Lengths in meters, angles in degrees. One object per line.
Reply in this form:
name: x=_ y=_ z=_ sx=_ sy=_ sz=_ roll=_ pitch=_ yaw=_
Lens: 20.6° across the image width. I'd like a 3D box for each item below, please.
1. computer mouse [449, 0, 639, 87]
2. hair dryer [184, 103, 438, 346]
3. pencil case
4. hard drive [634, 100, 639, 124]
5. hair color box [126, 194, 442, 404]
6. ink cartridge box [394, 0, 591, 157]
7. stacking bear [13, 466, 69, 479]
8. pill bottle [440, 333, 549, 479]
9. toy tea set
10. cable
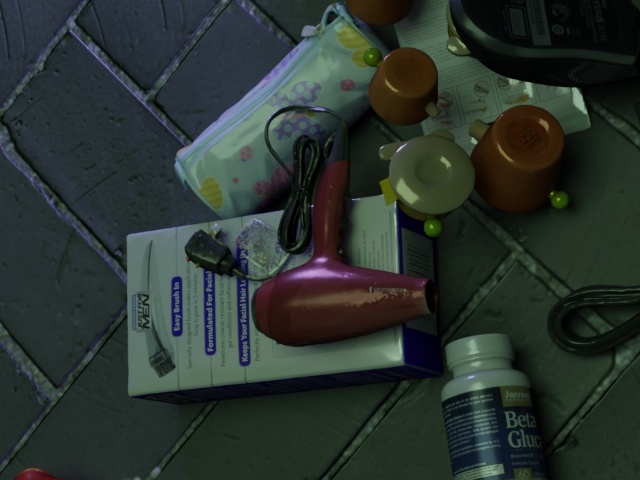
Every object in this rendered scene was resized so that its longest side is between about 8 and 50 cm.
computer mouse: x=0.251 y=-0.196 z=1.754 sx=0.272 sy=0.072 sz=0.188 roll=9 pitch=56 yaw=-11
hair dryer: x=0.000 y=0.000 z=1.790 sx=0.293 sy=0.080 sz=0.223 roll=39 pitch=97 yaw=29
pencil case: x=-0.034 y=-0.138 z=1.938 sx=0.273 sy=0.124 sz=0.113 roll=-43 pitch=62 yaw=14
hard drive: x=0.377 y=-0.092 z=1.761 sx=0.094 sy=0.022 sz=0.135 roll=-22 pitch=69 yaw=22
hair color box: x=-0.044 y=0.069 z=1.905 sx=0.339 sy=0.110 sz=0.185 roll=-8 pitch=76 yaw=25
ink cartridge box: x=0.181 y=-0.210 z=1.892 sx=0.189 sy=0.066 sz=0.232 roll=-16 pitch=92 yaw=24
stacking bear: x=-0.388 y=0.353 z=2.005 sx=0.289 sy=0.175 sz=0.164 roll=-25 pitch=65 yaw=13
pill bottle: x=0.172 y=0.184 z=1.767 sx=0.094 sy=0.094 sz=0.169 roll=-16 pitch=72 yaw=25
toy tea set: x=0.132 y=-0.156 z=1.830 sx=0.200 sy=0.124 sz=0.336 roll=-9 pitch=68 yaw=-9
cable: x=0.364 y=0.040 z=1.734 sx=0.287 sy=0.072 sz=0.139 roll=-39 pitch=90 yaw=30
